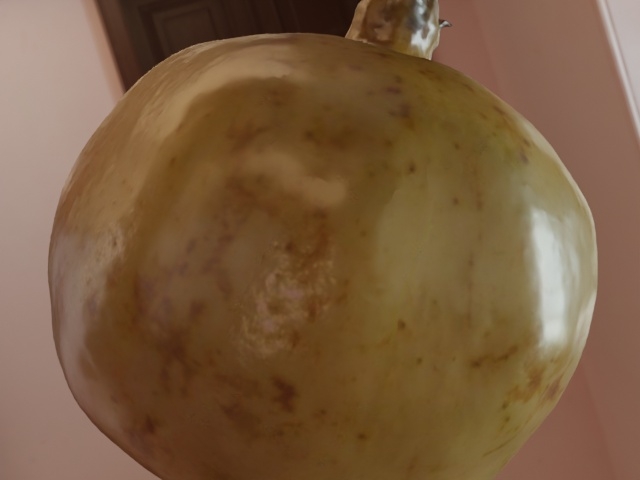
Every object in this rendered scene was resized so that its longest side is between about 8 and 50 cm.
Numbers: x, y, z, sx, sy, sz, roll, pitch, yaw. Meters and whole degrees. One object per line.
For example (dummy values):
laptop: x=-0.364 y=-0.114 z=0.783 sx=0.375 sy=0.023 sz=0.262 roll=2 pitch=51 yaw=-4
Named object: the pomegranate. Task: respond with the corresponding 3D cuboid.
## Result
pomegranate: x=0.000 y=0.000 z=0.606 sx=0.342 sy=0.343 sz=0.342 roll=-17 pitch=-177 yaw=1
